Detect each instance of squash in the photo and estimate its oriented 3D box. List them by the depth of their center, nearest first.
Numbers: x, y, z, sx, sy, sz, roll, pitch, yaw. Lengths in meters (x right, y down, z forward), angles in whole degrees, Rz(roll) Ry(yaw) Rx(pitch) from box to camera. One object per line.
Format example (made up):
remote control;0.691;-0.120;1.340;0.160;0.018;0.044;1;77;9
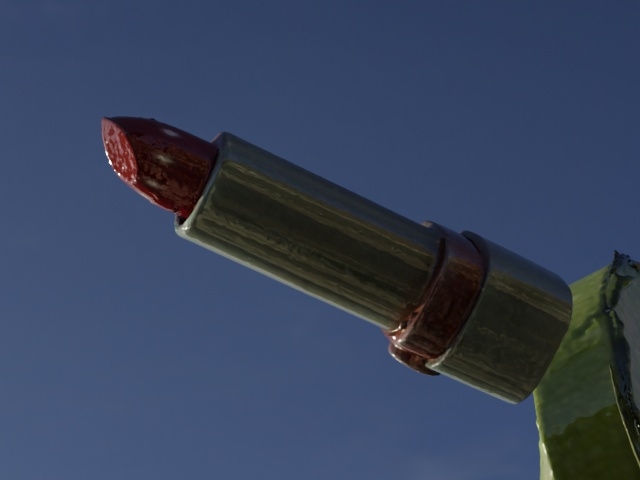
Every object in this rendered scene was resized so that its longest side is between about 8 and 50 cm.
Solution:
squash;0.149;0.117;0.874;0.133;0.220;0.220;-16;-39;18

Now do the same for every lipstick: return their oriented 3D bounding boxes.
lipstick;-0.001;0.001;0.635;0.186;0.063;0.057;25;-82;-14
